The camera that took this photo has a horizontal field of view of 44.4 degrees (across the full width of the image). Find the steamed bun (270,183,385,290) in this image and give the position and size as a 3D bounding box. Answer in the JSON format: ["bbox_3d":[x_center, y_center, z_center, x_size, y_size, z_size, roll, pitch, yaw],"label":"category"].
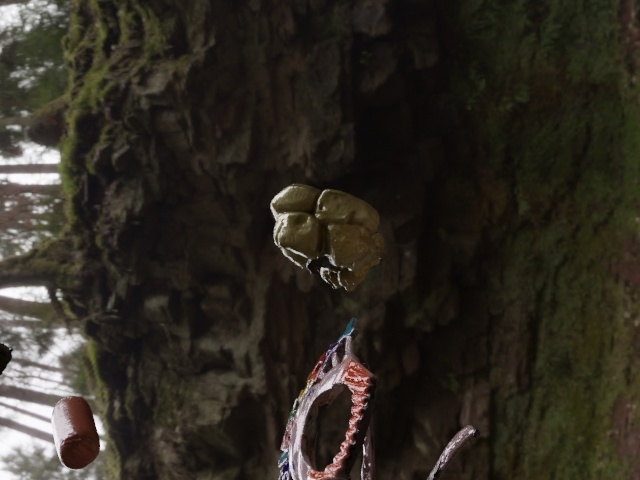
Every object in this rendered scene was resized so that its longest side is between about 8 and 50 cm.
[{"bbox_3d":[0.000,0.000,1.206,0.177,0.192,0.106,88,-154,-65],"label":"steamed bun"}]

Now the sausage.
[{"bbox_3d":[-0.365,0.282,1.167,0.062,0.154,0.062,-6,-73,-22],"label":"sausage"}]

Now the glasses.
[{"bbox_3d":[0.010,0.178,0.539,0.095,0.162,0.256,27,-109,-22],"label":"glasses"}]

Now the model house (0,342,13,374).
[{"bbox_3d":[-0.593,0.141,1.030,0.211,0.243,0.204,-55,-27,-25],"label":"model house"}]
